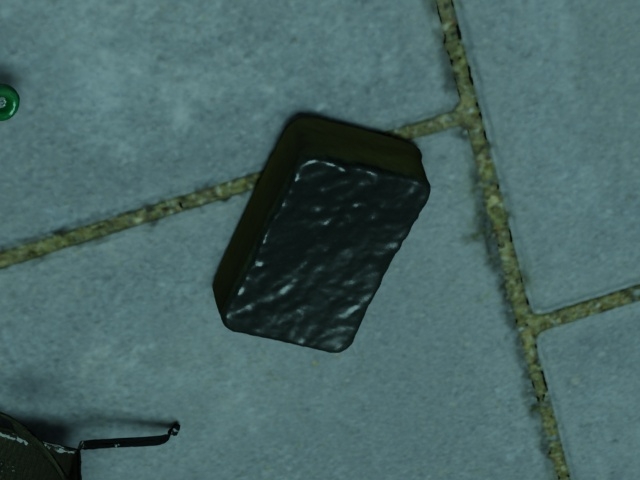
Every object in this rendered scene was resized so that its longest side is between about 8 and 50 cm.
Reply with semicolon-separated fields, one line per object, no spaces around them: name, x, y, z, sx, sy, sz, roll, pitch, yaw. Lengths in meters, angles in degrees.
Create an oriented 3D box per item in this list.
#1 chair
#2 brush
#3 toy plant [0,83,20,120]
chair;-0.226;0.232;1.400;0.213;0.149;0.174;12;125;-15
brush;0.000;0.000;1.316;0.123;0.059;0.197;12;124;-22
toy plant;-0.311;-0.113;1.142;0.200;0.105;0.143;-9;116;-27
